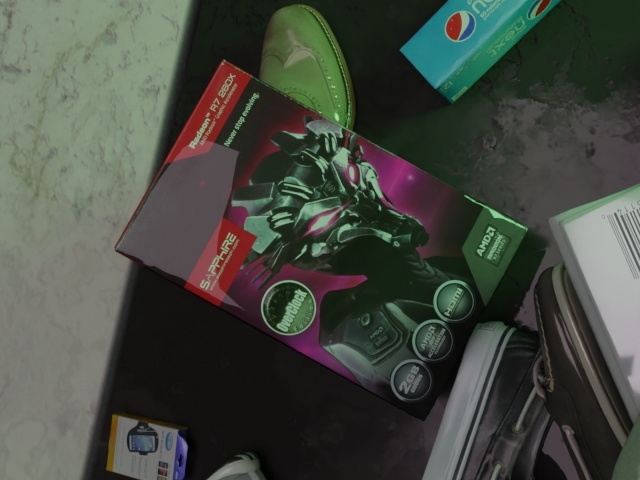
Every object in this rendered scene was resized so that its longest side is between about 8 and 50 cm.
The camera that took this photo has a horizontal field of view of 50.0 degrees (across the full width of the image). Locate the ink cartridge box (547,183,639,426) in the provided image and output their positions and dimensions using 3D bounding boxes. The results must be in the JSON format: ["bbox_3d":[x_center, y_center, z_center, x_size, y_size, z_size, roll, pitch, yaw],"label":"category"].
[{"bbox_3d":[0.314,0.098,0.546,0.130,0.309,0.272,-24,75,23],"label":"ink cartridge box"}]

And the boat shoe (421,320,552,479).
[{"bbox_3d":[0.176,0.254,0.705,0.119,0.121,0.335,12,89,32],"label":"boat shoe"}]

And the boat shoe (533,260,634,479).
[{"bbox_3d":[0.255,0.184,0.639,0.095,0.112,0.335,-23,97,35],"label":"boat shoe"}]

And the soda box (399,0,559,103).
[{"bbox_3d":[0.196,-0.260,0.777,0.210,0.067,0.071,-43,68,17],"label":"soda box"}]

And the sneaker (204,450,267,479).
[{"bbox_3d":[-0.139,0.387,0.876,0.228,0.086,0.132,-44,70,15],"label":"sneaker"}]

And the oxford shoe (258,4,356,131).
[{"bbox_3d":[-0.033,-0.139,0.846,0.123,0.130,0.348,-10,81,26],"label":"oxford shoe"}]

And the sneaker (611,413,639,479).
[{"bbox_3d":[0.243,0.090,0.371,0.094,0.080,0.212,33,99,13],"label":"sneaker"}]

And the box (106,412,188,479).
[{"bbox_3d":[-0.239,0.295,0.967,0.136,0.028,0.081,5,87,25],"label":"box"}]

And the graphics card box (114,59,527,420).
[{"bbox_3d":[0.000,0.000,0.737,0.371,0.094,0.233,30,86,-1],"label":"graphics card box"}]
